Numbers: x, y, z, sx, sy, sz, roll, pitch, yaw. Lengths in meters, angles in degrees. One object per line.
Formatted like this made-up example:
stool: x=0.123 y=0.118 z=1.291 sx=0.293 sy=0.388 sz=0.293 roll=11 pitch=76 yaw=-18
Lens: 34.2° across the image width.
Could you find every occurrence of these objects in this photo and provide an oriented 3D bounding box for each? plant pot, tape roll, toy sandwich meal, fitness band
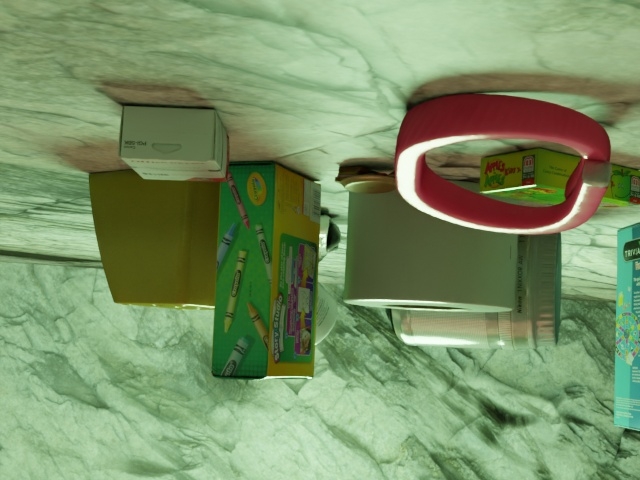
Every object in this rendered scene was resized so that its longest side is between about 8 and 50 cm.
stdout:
plant pot: x=-0.197 y=0.005 z=1.508 sx=0.212 sy=0.187 sz=0.212 roll=-2 pitch=171 yaw=37
tape roll: x=0.157 y=0.014 z=1.496 sx=0.246 sy=0.169 sz=0.246 roll=4 pitch=174 yaw=0
toy sandwich meal: x=0.062 y=-0.081 z=1.329 sx=0.086 sy=0.029 sz=0.085 roll=1 pitch=170 yaw=0
fitness band: x=0.179 y=-0.069 z=1.054 sx=0.209 sy=0.054 sz=0.291 roll=8 pitch=165 yaw=7

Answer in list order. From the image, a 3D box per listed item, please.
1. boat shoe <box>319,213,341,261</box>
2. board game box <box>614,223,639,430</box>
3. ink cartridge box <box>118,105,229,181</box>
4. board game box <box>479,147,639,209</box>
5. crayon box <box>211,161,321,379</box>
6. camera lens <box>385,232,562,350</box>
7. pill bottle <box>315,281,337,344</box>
boat shoe: x=0.000 y=0.000 z=1.835 sx=0.076 sy=0.083 sz=0.226 roll=3 pitch=173 yaw=10
board game box: x=0.548 y=0.136 z=1.652 sx=0.079 sy=0.335 sz=0.254 roll=4 pitch=174 yaw=-4
ink cartridge box: x=-0.152 y=-0.101 z=1.105 sx=0.099 sy=0.056 sz=0.135 roll=3 pitch=174 yaw=0
board game box: x=0.287 y=-0.070 z=1.236 sx=0.181 sy=0.043 sz=0.092 roll=7 pitch=172 yaw=-35
crayon box: x=-0.068 y=0.046 z=1.390 sx=0.081 sy=0.278 sz=0.165 roll=0 pitch=173 yaw=21
camera lens: x=0.252 y=0.069 z=1.716 sx=0.274 sy=0.219 sz=0.219 roll=1 pitch=174 yaw=16
pill bottle: x=-0.081 y=0.088 z=1.878 sx=0.131 sy=0.131 sz=0.229 roll=-2 pitch=142 yaw=41
